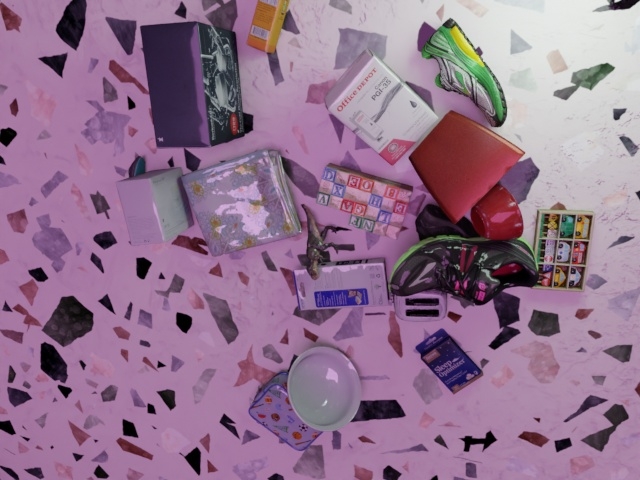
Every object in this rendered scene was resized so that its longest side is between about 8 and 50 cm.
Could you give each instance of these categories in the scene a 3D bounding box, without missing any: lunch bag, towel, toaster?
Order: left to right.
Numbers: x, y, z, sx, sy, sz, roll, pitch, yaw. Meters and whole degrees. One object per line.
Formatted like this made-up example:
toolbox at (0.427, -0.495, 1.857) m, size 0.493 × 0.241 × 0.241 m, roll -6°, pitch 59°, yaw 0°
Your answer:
towel at (-0.275, -0.128, 1.748) m, size 0.373 × 0.090 × 0.321 m, roll -13°, pitch 103°, yaw 16°
lunch bag at (-0.127, 0.674, 1.962) m, size 0.303 × 0.115 × 0.243 m, roll 39°, pitch 113°, yaw -3°
toaster at (0.347, 0.198, 1.690) m, size 0.226 × 0.146 × 0.129 m, roll 0°, pitch 108°, yaw 12°

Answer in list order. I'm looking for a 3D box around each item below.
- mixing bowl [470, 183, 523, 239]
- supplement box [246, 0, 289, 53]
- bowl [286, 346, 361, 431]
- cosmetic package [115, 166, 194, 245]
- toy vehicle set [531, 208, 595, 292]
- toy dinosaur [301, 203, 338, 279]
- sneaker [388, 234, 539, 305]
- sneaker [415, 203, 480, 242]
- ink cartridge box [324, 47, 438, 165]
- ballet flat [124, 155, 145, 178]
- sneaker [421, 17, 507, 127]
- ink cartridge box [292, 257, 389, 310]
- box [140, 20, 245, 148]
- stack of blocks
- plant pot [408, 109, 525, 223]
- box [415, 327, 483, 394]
mixing bowl at (0.521, -0.071, 1.509) m, size 0.098 × 0.181 × 0.182 m, roll -23°, pitch 102°, yaw -5°
supplement box at (-0.155, -0.710, 1.543) m, size 0.080 × 0.078 × 0.234 m, roll 25°, pitch 110°, yaw 6°
bowl at (-0.008, 0.555, 1.843) m, size 0.298 × 0.298 × 0.134 m, roll 42°, pitch 145°, yaw -4°
cosmetic package at (-0.571, -0.124, 1.738) m, size 0.138 × 0.224 × 0.225 m, roll -6°, pitch 106°, yaw 14°
toy vehicle set at (0.777, 0.033, 1.605) m, size 0.165 × 0.035 × 0.267 m, roll 2°, pitch 108°, yaw 12°
toy dinosaur at (0.000, 0.000, 1.721) m, size 0.118 × 0.064 × 0.269 m, roll -5°, pitch 84°, yaw 3°
sneaker at (0.448, 0.097, 1.541) m, size 0.481 × 0.202 × 0.185 m, roll -10°, pitch 130°, yaw -2°
sneaker at (0.410, -0.029, 1.643) m, size 0.227 × 0.087 × 0.130 m, roll 19°, pitch 138°, yaw -15°
ink cartridge box at (0.180, -0.399, 1.505) m, size 0.283 × 0.117 × 0.207 m, roll 35°, pitch 113°, yaw -23°
ballet flat at (-0.683, -0.210, 1.819) m, size 0.074 × 0.074 × 0.204 m, roll 8°, pitch 111°, yaw 9°
sneaker at (0.435, -0.476, 1.480) m, size 0.146 × 0.134 × 0.344 m, roll -36°, pitch 88°, yaw 27°
ink cartridge box at (0.074, 0.158, 1.779) m, size 0.332 × 0.065 × 0.166 m, roll -4°, pitch 106°, yaw 12°
box at (-0.378, -0.473, 1.540) m, size 0.178 × 0.312 × 0.344 m, roll 1°, pitch 108°, yaw 12°
stack of blocks at (0.141, -0.132, 1.658) m, size 0.296 × 0.087 × 0.171 m, roll 17°, pitch 110°, yaw 6°
plant pot at (0.418, -0.240, 1.487) m, size 0.235 × 0.267 × 0.267 m, roll 43°, pitch 111°, yaw 6°
box at (0.463, 0.439, 1.802) m, size 0.136 × 0.036 × 0.225 m, roll -41°, pitch 94°, yaw 20°
